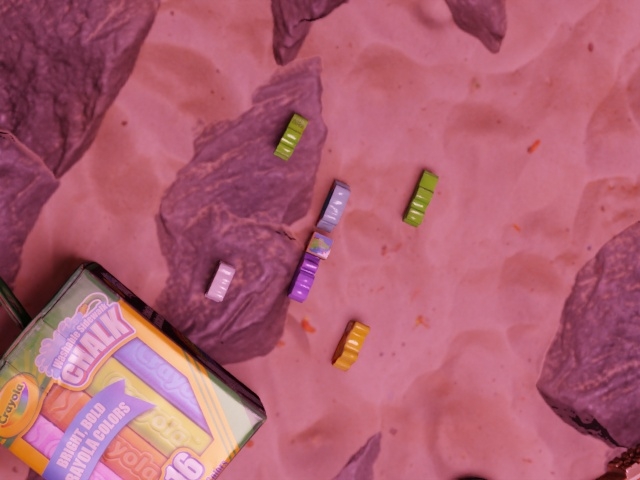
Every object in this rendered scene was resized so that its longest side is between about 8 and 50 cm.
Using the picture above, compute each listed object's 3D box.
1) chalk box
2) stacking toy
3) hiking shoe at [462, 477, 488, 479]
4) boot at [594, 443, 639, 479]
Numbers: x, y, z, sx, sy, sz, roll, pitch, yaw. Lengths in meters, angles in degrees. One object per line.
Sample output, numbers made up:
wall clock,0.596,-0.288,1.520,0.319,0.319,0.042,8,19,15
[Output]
chalk box,-0.219,0.137,1.401,0.289,0.180,0.179,39,87,-3
stacking toy,0.000,0.000,1.487,0.167,0.052,0.221,25,86,-7
hiking shoe,0.180,0.391,1.460,0.113,0.132,0.304,-6,88,-5
boot,0.300,0.285,1.512,0.158,0.059,0.084,-30,98,-5
